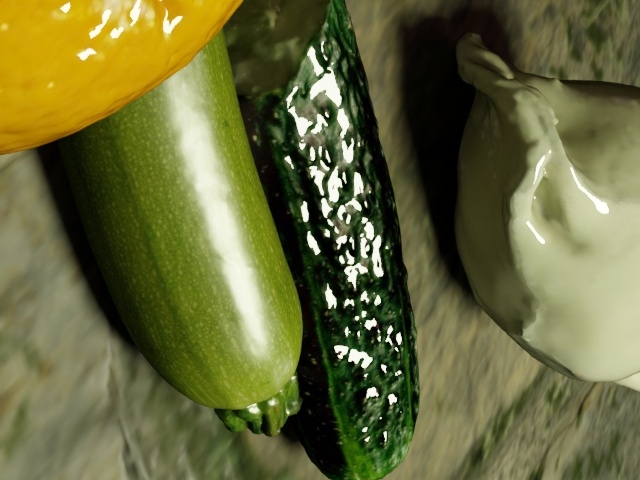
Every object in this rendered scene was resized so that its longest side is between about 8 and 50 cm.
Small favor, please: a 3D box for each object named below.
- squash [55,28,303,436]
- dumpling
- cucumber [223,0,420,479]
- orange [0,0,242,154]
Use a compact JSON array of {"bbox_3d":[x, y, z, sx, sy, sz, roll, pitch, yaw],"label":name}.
[{"bbox_3d":[-0.055,-0.035,0.553,0.069,0.069,0.258,-49,132,-52],"label":"squash"},{"bbox_3d":[0.139,-0.024,0.871,0.258,0.147,0.193,44,21,-48],"label":"dumpling"},{"bbox_3d":[-0.001,0.001,0.651,0.074,0.074,0.241,-56,139,-47],"label":"cucumber"},{"bbox_3d":[-0.086,-0.105,0.382,0.177,0.155,0.177,-50,167,-15],"label":"orange"}]
